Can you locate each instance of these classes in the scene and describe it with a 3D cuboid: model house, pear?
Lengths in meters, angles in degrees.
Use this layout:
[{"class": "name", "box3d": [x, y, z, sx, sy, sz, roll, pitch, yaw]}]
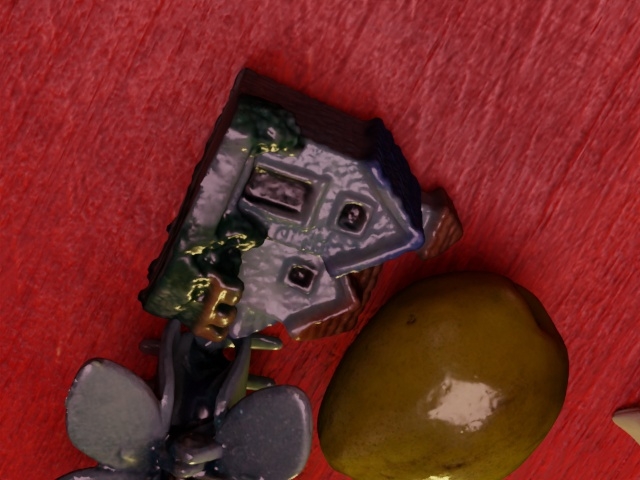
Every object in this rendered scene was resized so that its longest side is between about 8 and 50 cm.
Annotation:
[{"class": "model house", "box3d": [0.000, 0.000, 1.503, 0.329, 0.251, 0.294, 21, 109, -12]}, {"class": "pear", "box3d": [0.141, 0.175, 1.545, 0.307, 0.253, 0.253, -42, 103, 9]}]

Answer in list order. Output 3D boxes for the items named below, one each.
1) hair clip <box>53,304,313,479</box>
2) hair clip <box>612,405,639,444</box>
[{"class": "hair clip", "box3d": [-0.157, 0.251, 1.586, 0.392, 0.238, 0.318, 7, 111, 0]}, {"class": "hair clip", "box3d": [0.528, 0.258, 1.637, 0.282, 0.113, 0.172, -22, 107, 10]}]
